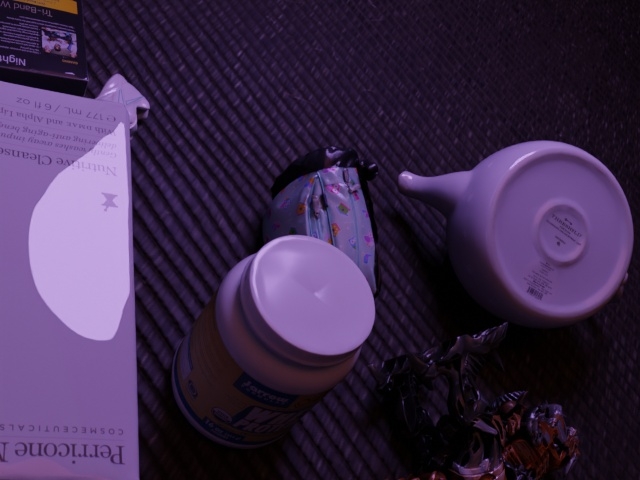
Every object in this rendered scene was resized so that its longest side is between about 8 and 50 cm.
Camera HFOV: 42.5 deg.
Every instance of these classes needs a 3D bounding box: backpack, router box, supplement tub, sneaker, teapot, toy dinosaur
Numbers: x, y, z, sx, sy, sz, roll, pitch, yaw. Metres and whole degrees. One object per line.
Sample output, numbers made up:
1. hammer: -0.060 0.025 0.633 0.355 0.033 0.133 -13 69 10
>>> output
1. backpack: 0.000 0.000 0.945 0.115 0.152 0.182 0 69 -24
2. router box: -0.425 -0.264 0.917 0.309 0.081 0.243 6 54 -28
3. supplement tub: -0.048 0.099 0.787 0.144 0.200 0.144 16 50 -20
4. sneaker: -0.246 -0.135 0.947 0.061 0.054 0.152 34 46 -8
5. teapot: 0.266 -0.004 1.075 0.252 0.187 0.256 -18 93 -19
6. toy dinosaur: 0.156 0.214 0.869 0.322 0.164 0.218 -1 72 -56

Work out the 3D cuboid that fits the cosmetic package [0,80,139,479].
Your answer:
1. cosmetic package: -0.283 0.050 0.715 0.217 0.156 0.385 7 53 -29
